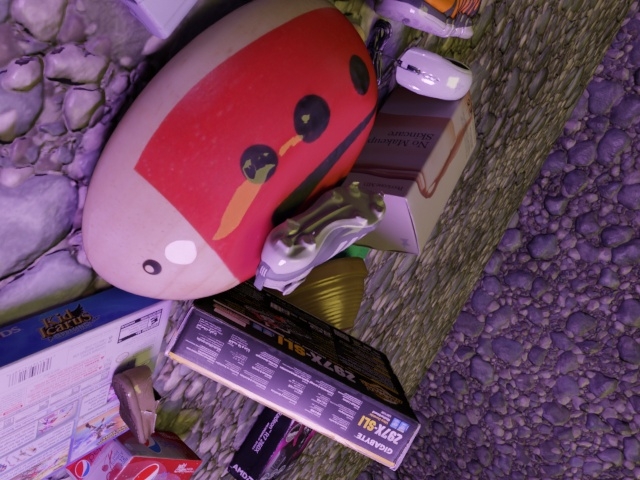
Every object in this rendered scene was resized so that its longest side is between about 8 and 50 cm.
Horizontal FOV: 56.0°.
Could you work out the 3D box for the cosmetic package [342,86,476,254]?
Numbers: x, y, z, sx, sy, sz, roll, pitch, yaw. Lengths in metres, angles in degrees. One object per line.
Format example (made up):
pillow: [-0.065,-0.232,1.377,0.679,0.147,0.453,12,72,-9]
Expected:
cosmetic package: [0.147,-0.129,1.030,0.296,0.153,0.129,-59,143,-34]

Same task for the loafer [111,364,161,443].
loafer: [-0.240,0.221,0.809,0.050,0.056,0.148,-31,148,-32]

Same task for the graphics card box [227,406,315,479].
graphics card box: [-0.066,0.453,1.561,0.371,0.094,0.233,-57,157,6]

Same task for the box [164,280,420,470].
box: [-0.037,0.160,0.845,0.079,0.322,0.257,-60,-172,8]

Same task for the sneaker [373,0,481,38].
sneaker: [0.185,-0.411,0.909,0.321,0.125,0.180,-36,147,-60]

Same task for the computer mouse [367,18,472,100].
computer mouse: [0.161,-0.274,0.966,0.042,0.193,0.106,-101,-152,-59]

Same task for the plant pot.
plant pot: [-0.016,0.124,1.065,0.237,0.109,0.237,-19,167,-5]

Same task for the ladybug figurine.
ladybug figurine: [-0.076,-0.103,0.724,0.449,0.162,0.305,-51,156,-12]

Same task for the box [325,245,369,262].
box: [0.000,0.000,1.086,0.060,0.100,0.244,-62,157,9]

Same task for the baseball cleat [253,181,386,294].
baseball cleat: [-0.005,-0.002,0.724,0.206,0.072,0.109,-24,157,-44]

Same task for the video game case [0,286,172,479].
video game case: [-0.326,0.190,0.751,0.269,0.061,0.244,-22,140,-52]

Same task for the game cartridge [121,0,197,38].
game cartridge: [-0.140,-0.320,0.458,0.198,0.062,0.297,-50,156,-4]

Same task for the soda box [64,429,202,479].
soda box: [-0.302,0.374,1.011,0.092,0.083,0.263,-51,157,-9]
